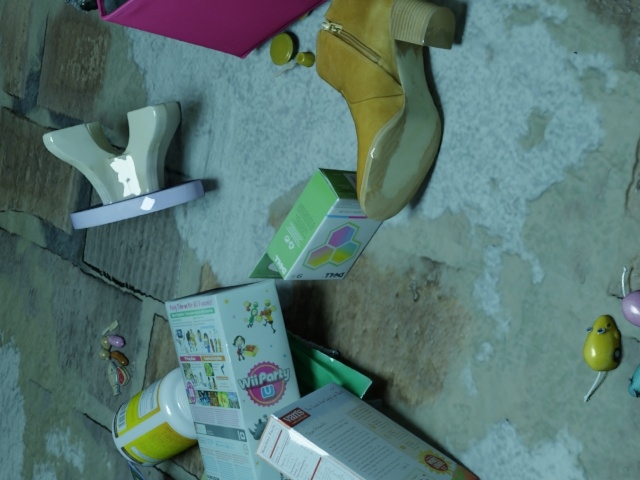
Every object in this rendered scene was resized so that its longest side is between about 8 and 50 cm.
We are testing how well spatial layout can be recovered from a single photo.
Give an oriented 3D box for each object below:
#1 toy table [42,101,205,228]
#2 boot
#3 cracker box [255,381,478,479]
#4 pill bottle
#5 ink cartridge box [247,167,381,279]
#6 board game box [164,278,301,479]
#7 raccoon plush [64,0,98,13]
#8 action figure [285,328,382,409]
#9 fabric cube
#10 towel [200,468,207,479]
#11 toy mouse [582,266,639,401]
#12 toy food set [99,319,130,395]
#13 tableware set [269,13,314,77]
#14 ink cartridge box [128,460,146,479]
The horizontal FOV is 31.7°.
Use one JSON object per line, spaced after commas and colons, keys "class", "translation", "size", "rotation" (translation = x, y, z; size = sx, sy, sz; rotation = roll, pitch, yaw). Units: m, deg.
{"class": "toy table", "translation": [-0.312, -0.119, 1.787], "size": [0.274, 0.252, 0.161], "rotation": [-10, 99, 35]}
{"class": "boot", "translation": [0.062, -0.189, 1.479], "size": [0.211, 0.104, 0.295], "rotation": [25, 103, 50]}
{"class": "cracker box", "translation": [0.058, 0.277, 1.383], "size": [0.232, 0.155, 0.067], "rotation": [32, 114, 23]}
{"class": "pill bottle", "translation": [-0.229, 0.271, 1.768], "size": [0.215, 0.117, 0.117], "rotation": [-34, 65, 42]}
{"class": "ink cartridge box", "translation": [0.000, 0.000, 1.527], "size": [0.209, 0.109, 0.062], "rotation": [-56, 52, 31]}
{"class": "board game box", "translation": [-0.112, 0.216, 1.578], "size": [0.224, 0.097, 0.303], "rotation": [-11, 92, 64]}
{"class": "raccoon plush", "translation": [-0.545, -0.537, 1.979], "size": [0.446, 0.299, 0.216], "rotation": [25, 108, 45]}
{"class": "action figure", "translation": [-0.014, 0.189, 1.575], "size": [0.232, 0.063, 0.137], "rotation": [36, 118, 37]}
{"class": "fabric cube", "translation": [-0.145, -0.435, 1.552], "size": [0.254, 0.258, 0.259], "rotation": [-26, 66, 39]}
{"class": "towel", "translation": [-0.152, 0.399, 1.750], "size": [0.110, 0.027, 0.148], "rotation": [37, 117, 42]}
{"class": "toy mouse", "translation": [0.344, 0.112, 1.210], "size": [0.143, 0.031, 0.161], "rotation": [11, 98, 47]}
{"class": "toy food set", "translation": [-0.365, 0.207, 1.986], "size": [0.078, 0.019, 0.122], "rotation": [-37, 64, 41]}
{"class": "tableware set", "translation": [-0.041, -0.321, 1.639], "size": [0.104, 0.024, 0.154], "rotation": [-25, 71, 41]}
{"class": "ink cartridge box", "translation": [-0.222, 0.501, 1.738], "size": [0.311, 0.065, 0.186], "rotation": [41, 149, 40]}
